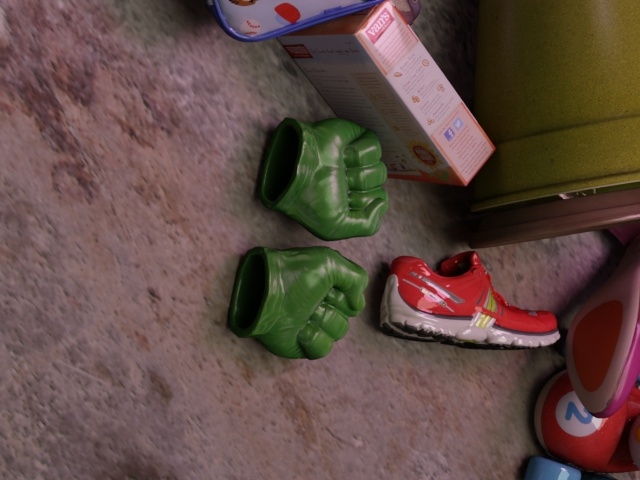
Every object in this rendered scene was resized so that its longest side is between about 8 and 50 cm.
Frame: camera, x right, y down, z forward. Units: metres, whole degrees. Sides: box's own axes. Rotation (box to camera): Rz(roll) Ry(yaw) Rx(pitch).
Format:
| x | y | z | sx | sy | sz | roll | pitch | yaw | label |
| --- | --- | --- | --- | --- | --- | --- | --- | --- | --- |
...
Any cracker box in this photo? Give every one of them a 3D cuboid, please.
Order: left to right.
| x | y | z | sx | sy | sz | roll | pitch | yaw | label |
| --- | --- | --- | --- | --- | --- | --- | --- | --- | --- |
| 0.075 | -0.168 | 1.582 | 0.067 | 0.155 | 0.232 | -51 | 120 | -18 | cracker box |

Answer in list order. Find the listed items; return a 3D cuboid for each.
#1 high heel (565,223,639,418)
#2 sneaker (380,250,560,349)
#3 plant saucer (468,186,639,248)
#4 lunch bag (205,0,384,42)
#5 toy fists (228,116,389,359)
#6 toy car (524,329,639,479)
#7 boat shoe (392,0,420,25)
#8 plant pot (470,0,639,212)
| x | y | z | sx | sy | sz | roll | pitch | yaw | label |
| --- | --- | --- | --- | --- | --- | --- | --- | --- | --- |
| 0.433 | 0.095 | 1.823 | 0.181 | 0.127 | 0.377 | 35 | 54 | -24 | high heel |
| 0.196 | 0.073 | 1.732 | 0.279 | 0.107 | 0.118 | 11 | 80 | -37 | sneaker |
| 0.316 | -0.030 | 1.699 | 0.277 | 0.278 | 0.041 | -7 | 87 | -34 | plant saucer |
| -0.034 | -0.371 | 1.420 | 0.243 | 0.115 | 0.303 | -17 | 119 | -3 | lunch bag |
| 0.000 | 0.000 | 1.581 | 0.142 | 0.096 | 0.279 | 12 | 92 | -34 | toy fists |
| 0.423 | 0.253 | 1.824 | 0.210 | 0.238 | 0.219 | 21 | 83 | -35 | toy car |
| 0.029 | -0.350 | 1.569 | 0.092 | 0.102 | 0.285 | -45 | 118 | -33 | boat shoe |
| 0.335 | -0.233 | 1.670 | 0.366 | 0.366 | 0.353 | -7 | 87 | -34 | plant pot |
